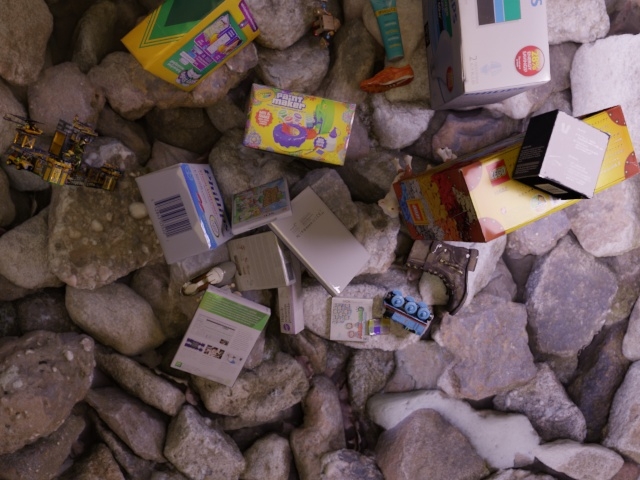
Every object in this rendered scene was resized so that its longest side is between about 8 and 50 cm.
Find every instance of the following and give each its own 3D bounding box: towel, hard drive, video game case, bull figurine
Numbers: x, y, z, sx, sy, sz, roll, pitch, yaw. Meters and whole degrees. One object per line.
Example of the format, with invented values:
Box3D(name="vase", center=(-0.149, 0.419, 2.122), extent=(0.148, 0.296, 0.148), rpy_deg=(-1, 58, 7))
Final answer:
Box3D(name="towel", center=(0.206, 0.302, 1.599), extent=(0.084, 0.009, 0.060), rpy_deg=(1, 100, -16))
Box3D(name="hard drive", center=(0.000, 0.000, 1.493), extent=(0.318, 0.040, 0.210), rpy_deg=(48, 55, -5))
Box3D(name="video game case", center=(-0.191, -0.115, 1.465), extent=(0.194, 0.212, 0.023), rpy_deg=(-18, 127, 4))
Box3D(name="bull figurine", center=(0.321, -0.189, 1.479), extent=(0.311, 0.101, 0.188), rpy_deg=(-13, 98, -8))
Box3D(name="video game case", center=(0.107, 0.276, 1.604), extent=(0.143, 0.019, 0.157), rpy_deg=(3, 99, 1))

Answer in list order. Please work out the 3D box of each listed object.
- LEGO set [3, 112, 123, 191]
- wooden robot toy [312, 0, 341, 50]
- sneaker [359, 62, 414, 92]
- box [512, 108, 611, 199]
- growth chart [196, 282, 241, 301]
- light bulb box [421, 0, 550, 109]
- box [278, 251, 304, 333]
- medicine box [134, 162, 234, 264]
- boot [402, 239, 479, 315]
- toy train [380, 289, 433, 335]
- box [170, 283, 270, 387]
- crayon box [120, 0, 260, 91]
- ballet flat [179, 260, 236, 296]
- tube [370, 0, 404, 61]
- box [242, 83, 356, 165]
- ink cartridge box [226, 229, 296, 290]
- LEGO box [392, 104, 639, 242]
Box3D(name="LEGO set", center=(-0.767, -0.287, 1.411), extent=(0.255, 0.331, 0.191), rpy_deg=(26, 97, 18))
Box3D(name="wooden robot toy", center=(0.025, -0.690, 1.447), extent=(0.079, 0.076, 0.173), rpy_deg=(-13, 100, -32))
Box3D(name="sneaker", center=(0.209, -0.519, 1.467), extent=(0.175, 0.064, 0.067), rpy_deg=(-14, 78, -1))
Box3D(name="box", center=(0.548, -0.191, 1.045), extent=(0.156, 0.093, 0.158), rpy_deg=(19, 87, -16))
Box3D(name="growth chart", center=(-0.338, 0.278, 1.616), extent=(0.172, 0.021, 0.237), rpy_deg=(-15, 98, 3))
Box3D(name="light bulb box", center=(0.446, -0.577, 1.291), extent=(0.226, 0.361, 0.357), rpy_deg=(-7, 98, 2))
Box3D(name="box", center=(-0.105, 0.155, 1.559), extent=(0.063, 0.067, 0.323), rpy_deg=(1, 101, 28))
Box3D(name="medicine box", center=(-0.405, -0.095, 1.424), extent=(0.149, 0.289, 0.263), rpy_deg=(-18, 98, 6))
Box3D(name="boot", center=(0.390, 0.104, 1.546), extent=(0.229, 0.091, 0.262), rpy_deg=(15, 95, 5))
Box3D(name="toy train", center=(0.291, 0.245, 1.566), extent=(0.184, 0.080, 0.105), rpy_deg=(26, 104, -3))
Box3D(name="box", center=(-0.343, 0.332, 1.573), extent=(0.233, 0.058, 0.321), rpy_deg=(25, 105, -14))
Box3D(name="crayon box", center=(-0.348, -0.587, 1.310), extent=(0.313, 0.363, 0.106), rpy_deg=(-36, 96, 6))
Box3D(name="ballet flat", center=(-0.386, 0.138, 1.562), extent=(0.213, 0.068, 0.072), rpy_deg=(-27, 91, 11))
Box3D(name="tube", center=(0.218, -0.674, 1.444), extent=(0.080, 0.052, 0.206), rpy_deg=(-14, 92, -6))
Box3D(name="box", center=(-0.056, -0.338, 1.383), extent=(0.290, 0.279, 0.176), rpy_deg=(12, 99, 0))
Box3D(name="ink cartridge box", center=(-0.199, 0.068, 1.536), extent=(0.233, 0.066, 0.188), rpy_deg=(-11, 94, 41))
Box3D(name="LEGO box", center=(0.521, -0.173, 1.279), extent=(0.501, 0.372, 0.193), rpy_deg=(-22, 97, -14))
